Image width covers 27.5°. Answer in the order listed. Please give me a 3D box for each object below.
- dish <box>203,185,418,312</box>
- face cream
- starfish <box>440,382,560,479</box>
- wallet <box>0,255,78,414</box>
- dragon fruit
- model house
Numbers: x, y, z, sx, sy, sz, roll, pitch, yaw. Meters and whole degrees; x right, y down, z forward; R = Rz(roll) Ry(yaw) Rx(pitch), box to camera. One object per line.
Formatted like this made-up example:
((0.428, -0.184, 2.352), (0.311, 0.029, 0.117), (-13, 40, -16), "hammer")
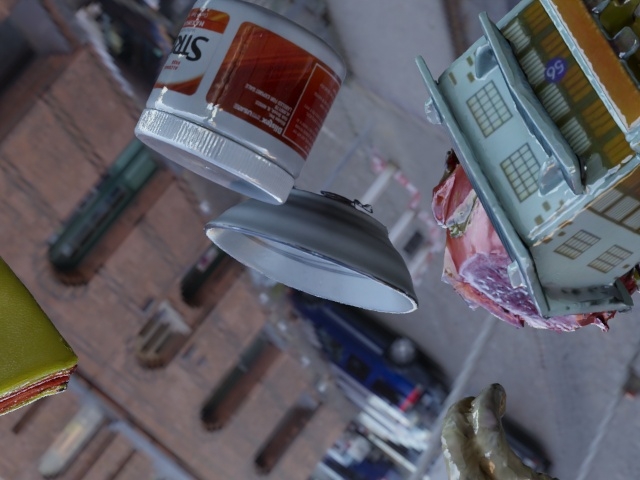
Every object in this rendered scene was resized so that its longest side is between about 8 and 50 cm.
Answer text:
((0.000, 0.000, 1.820), (0.316, 0.106, 0.316), (19, 168, 4), "dish")
((-0.093, -0.166, 1.547), (0.201, 0.187, 0.201), (25, 175, 2), "face cream")
((0.271, 0.184, 0.844), (0.082, 0.432, 0.324), (-26, 79, 60), "starfish")
((-0.322, 0.053, 1.069), (0.241, 0.141, 0.067), (48, 140, 23), "wallet")
((0.273, -0.055, 1.443), (0.250, 0.291, 0.269), (37, 154, -16), "dragon fruit")
((0.211, -0.086, 1.023), (0.198, 0.215, 0.224), (17, -140, -46), "model house")
